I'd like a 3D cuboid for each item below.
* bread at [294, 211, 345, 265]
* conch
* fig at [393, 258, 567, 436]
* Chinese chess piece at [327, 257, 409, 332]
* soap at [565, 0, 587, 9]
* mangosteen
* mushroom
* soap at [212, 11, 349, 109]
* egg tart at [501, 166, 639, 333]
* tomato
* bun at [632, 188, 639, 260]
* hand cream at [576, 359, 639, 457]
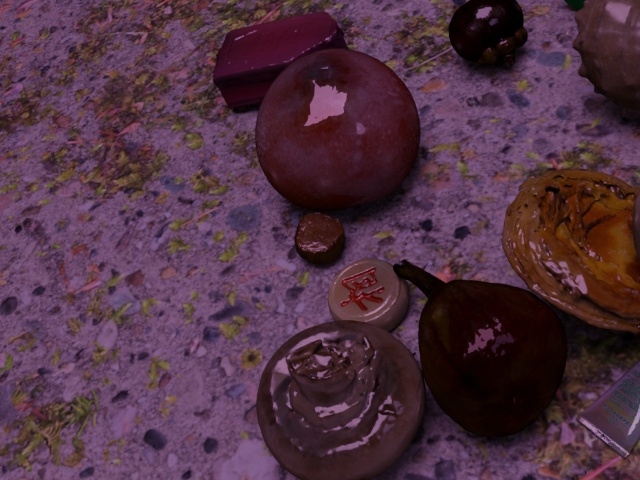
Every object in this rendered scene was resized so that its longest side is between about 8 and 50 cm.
[{"bbox_3d":[0.000,0.000,1.361,0.085,0.053,0.085,-4,57,6],"label":"bread"},{"bbox_3d":[0.525,-0.280,1.273,0.263,0.186,0.324,-27,60,-20],"label":"conch"},{"bbox_3d":[0.168,0.122,1.107,0.290,0.190,0.190,28,69,32],"label":"fig"},{"bbox_3d":[0.071,0.084,1.268,0.122,0.051,0.122,-11,52,14],"label":"Chinese chess piece"},{"bbox_3d":[0.542,-0.527,1.501,0.218,0.098,0.273,9,60,29],"label":"soap"},{"bbox_3d":[0.292,-0.354,1.470,0.140,0.140,0.140,-12,51,15],"label":"mangosteen"},{"bbox_3d":[0.024,0.204,1.115,0.227,0.178,0.226,-5,54,7],"label":"mushroom"},{"bbox_3d":[-0.064,-0.344,1.624,0.250,0.099,0.162,-8,45,18],"label":"soap"},{"bbox_3d":[0.368,0.020,1.138,0.297,0.132,0.297,7,47,-7],"label":"egg tart"},{"bbox_3d":[0.022,-0.185,1.377,0.270,0.227,0.270,-10,50,12],"label":"tomato"},{"bbox_3d":[0.550,-0.006,0.977,0.360,0.211,0.359,1,50,-2],"label":"bun"},{"bbox_3d":[0.403,0.180,1.064,0.174,0.047,0.076,-47,51,-4],"label":"hand cream"}]
